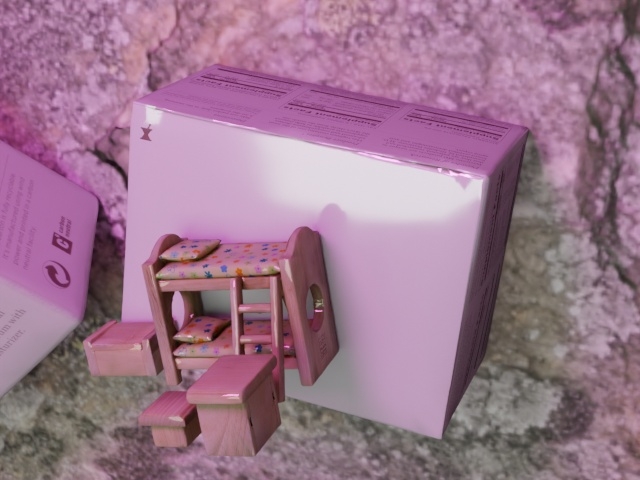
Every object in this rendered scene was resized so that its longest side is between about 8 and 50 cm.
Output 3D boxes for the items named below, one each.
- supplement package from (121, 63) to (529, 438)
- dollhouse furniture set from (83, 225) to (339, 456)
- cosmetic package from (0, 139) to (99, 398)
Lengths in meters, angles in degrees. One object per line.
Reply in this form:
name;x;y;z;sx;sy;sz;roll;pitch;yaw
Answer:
supplement package;0.000;0.000;0.866;0.262;0.145;0.204;14;113;17
dollhouse furniture set;-0.104;0.060;0.753;0.182;0.161;0.101;-3;108;21
cosmetic package;-0.429;-0.029;0.897;0.453;0.161;0.230;33;122;-29
